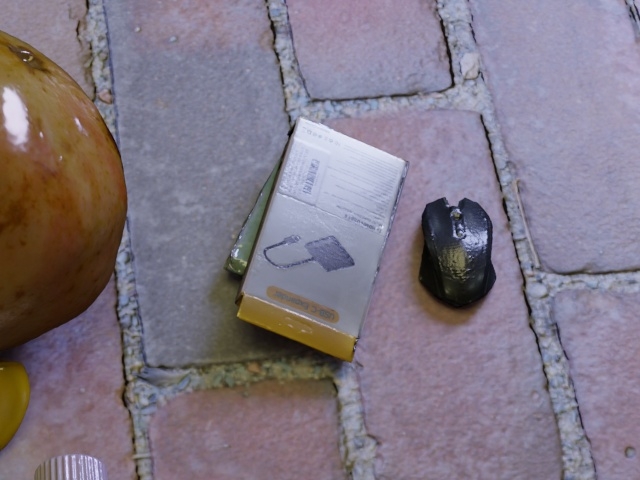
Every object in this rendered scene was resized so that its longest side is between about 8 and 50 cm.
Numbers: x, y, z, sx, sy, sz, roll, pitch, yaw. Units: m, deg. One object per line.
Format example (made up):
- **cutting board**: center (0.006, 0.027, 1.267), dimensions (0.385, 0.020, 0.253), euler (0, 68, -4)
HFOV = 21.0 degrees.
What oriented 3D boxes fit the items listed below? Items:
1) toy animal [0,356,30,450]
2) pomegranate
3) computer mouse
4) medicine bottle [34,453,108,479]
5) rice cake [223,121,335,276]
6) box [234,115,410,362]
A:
- **toy animal**: center (-0.327, 0.151, 1.599), dimensions (0.114, 0.091, 0.082), euler (-18, 30, -30)
- **pomegranate**: center (-0.346, -0.032, 1.596), dimensions (0.343, 0.342, 0.342), euler (2, 56, -3)
- **computer mouse**: center (0.139, 0.004, 1.745), dimensions (0.079, 0.047, 0.135), euler (2, 54, -4)
- **medicine bottle**: center (-0.212, 0.287, 1.503), dimensions (0.083, 0.083, 0.203), euler (-4, 58, -7)
- **rice cake**: center (-0.043, -0.042, 1.769), dimensions (0.043, 0.034, 0.211), euler (25, 57, 2)
- **box**: center (0.000, 0.000, 1.722), dimensions (0.129, 0.033, 0.247), euler (23, 58, -9)
